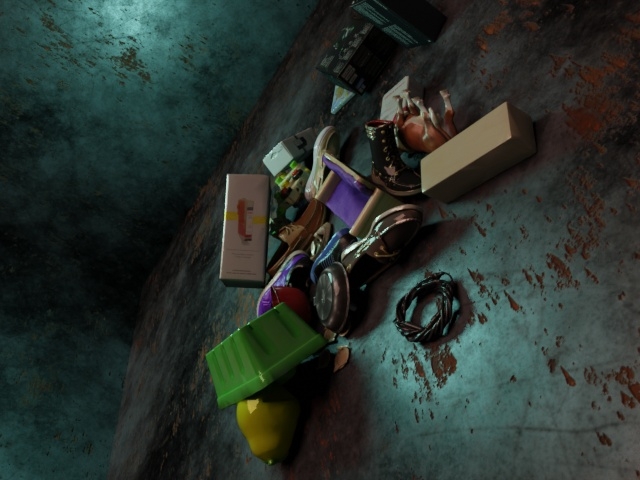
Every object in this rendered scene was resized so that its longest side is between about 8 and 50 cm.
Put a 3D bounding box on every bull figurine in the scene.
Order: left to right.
[{"bbox_3d":[0.266,-0.313,1.539,0.101,0.188,0.310,-27,24,-22],"label":"bull figurine"}]

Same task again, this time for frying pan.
[{"bbox_3d":[0.010,0.146,1.609,0.326,0.053,0.197,-153,68,-68],"label":"frying pan"}]

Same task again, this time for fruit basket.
[{"bbox_3d":[-0.139,0.411,1.568,0.283,0.392,0.392,-28,1,-37],"label":"fruit basket"}]

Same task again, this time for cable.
[{"bbox_3d":[0.234,0.161,1.263,0.184,0.047,0.151,-36,41,42],"label":"cable"}]

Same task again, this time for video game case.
[{"bbox_3d":[0.118,-0.652,2.310,0.193,0.023,0.212,-35,37,47],"label":"video game case"}]

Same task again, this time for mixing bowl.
[{"bbox_3d":[-0.085,0.217,1.727,0.181,0.098,0.182,168,90,-77],"label":"mixing bowl"}]

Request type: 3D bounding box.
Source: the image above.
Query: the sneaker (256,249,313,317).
[{"bbox_3d":[-0.114,0.177,1.857,0.293,0.102,0.146,-61,25,6],"label":"sneaker"}]

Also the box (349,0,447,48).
[{"bbox_3d":[0.256,-0.758,1.850,0.103,0.261,0.184,-62,25,3],"label":"box"}]

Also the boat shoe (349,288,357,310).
[{"bbox_3d":[0.079,0.146,1.570,0.040,0.049,0.142,-56,23,16],"label":"boat shoe"}]

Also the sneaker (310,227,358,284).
[{"bbox_3d":[0.046,0.072,1.672,0.090,0.081,0.232,56,136,31],"label":"sneaker"}]

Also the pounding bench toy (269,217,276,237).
[{"bbox_3d":[-0.190,-0.045,2.287,0.065,0.052,0.083,-61,25,7],"label":"pounding bench toy"}]

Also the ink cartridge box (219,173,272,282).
[{"bbox_3d":[-0.272,-0.026,2.073,0.279,0.160,0.385,111,162,-79],"label":"ink cartridge box"}]

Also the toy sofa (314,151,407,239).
[{"bbox_3d":[0.090,-0.127,1.664,0.150,0.177,0.362,-59,26,10],"label":"toy sofa"}]

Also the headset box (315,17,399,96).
[{"bbox_3d":[0.132,-0.718,2.171,0.246,0.131,0.283,-54,30,8],"label":"headset box"}]

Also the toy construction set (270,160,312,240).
[{"bbox_3d":[-0.119,-0.167,2.145,0.215,0.151,0.328,-31,40,50],"label":"toy construction set"}]

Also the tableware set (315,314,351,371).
[{"bbox_3d":[0.040,0.285,1.544,0.141,0.020,0.169,-32,38,49],"label":"tableware set"}]

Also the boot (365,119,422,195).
[{"bbox_3d":[0.199,-0.227,1.526,0.236,0.085,0.179,37,145,58],"label":"boot"}]

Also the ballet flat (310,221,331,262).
[{"bbox_3d":[0.000,0.000,1.864,0.057,0.052,0.168,-35,37,47],"label":"ballet flat"}]

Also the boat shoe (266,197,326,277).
[{"bbox_3d":[-0.086,-0.001,1.955,0.324,0.120,0.122,-65,24,-3],"label":"boat shoe"}]

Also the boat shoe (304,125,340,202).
[{"bbox_3d":[0.029,-0.276,2.047,0.094,0.109,0.302,5,79,48],"label":"boat shoe"}]

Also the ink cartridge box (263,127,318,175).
[{"bbox_3d":[-0.114,-0.363,2.285,0.208,0.087,0.153,-35,0,-44],"label":"ink cartridge box"}]

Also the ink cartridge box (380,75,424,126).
[{"bbox_3d":[0.252,-0.402,1.736,0.127,0.072,0.175,-33,38,49],"label":"ink cartridge box"}]

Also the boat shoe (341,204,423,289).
[{"bbox_3d":[0.159,0.022,1.460,0.324,0.116,0.097,-43,36,46],"label":"boat shoe"}]

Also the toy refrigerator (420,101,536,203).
[{"bbox_3d":[0.360,-0.194,1.297,0.269,0.094,0.102,-35,44,48],"label":"toy refrigerator"}]
